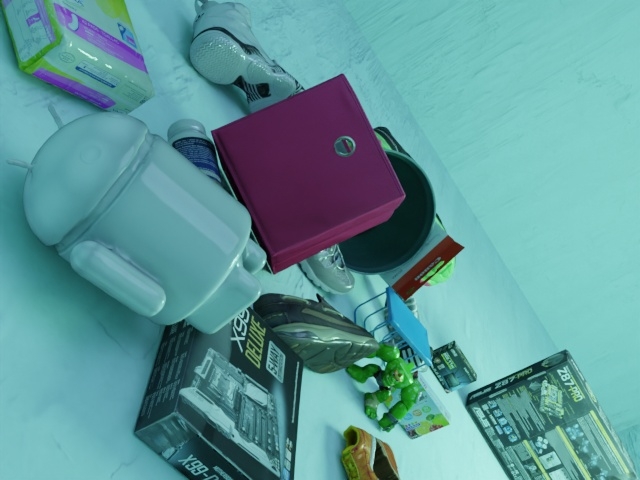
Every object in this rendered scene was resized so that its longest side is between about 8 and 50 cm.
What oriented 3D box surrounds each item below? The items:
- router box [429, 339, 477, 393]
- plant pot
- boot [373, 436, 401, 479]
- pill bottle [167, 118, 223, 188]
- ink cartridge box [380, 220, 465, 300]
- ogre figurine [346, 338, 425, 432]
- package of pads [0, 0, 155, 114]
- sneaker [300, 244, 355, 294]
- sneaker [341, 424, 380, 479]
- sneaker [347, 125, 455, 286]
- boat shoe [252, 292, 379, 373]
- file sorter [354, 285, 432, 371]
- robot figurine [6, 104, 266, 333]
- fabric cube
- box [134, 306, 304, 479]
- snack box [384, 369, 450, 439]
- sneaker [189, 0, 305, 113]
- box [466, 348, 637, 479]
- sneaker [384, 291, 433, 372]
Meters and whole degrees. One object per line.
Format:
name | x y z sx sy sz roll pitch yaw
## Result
router box | 0.349 0.339 2.108 0.122 0.092 0.038 56 21 -12
plant pot | 0.101 -0.082 1.879 0.293 0.293 0.196 53 -6 -19
boot | 0.131 0.450 1.500 0.085 0.059 0.157 36 30 -58
pill bottle | -0.225 -0.129 1.376 0.094 0.094 0.169 36 32 -48
ink cartridge box | 0.225 0.037 1.872 0.066 0.189 0.232 47 1 -9
ogre figurine | 0.133 0.285 1.632 0.097 0.118 0.197 23 41 -59
package of pads | -0.404 -0.366 1.264 0.229 0.101 0.296 22 42 -61
sneaker | 0.000 0.000 1.703 0.281 0.115 0.105 53 21 -19
sneaker | 0.065 0.410 1.412 0.067 0.064 0.175 28 27 -22
sneaker | 0.237 -0.096 2.092 0.482 0.185 0.202 64 33 -17
boat shoe | -0.001 0.161 1.466 0.355 0.132 0.130 25 40 -59
file sorter | 0.166 0.217 1.821 0.170 0.105 0.118 48 24 -29
robot figurine | -0.234 -0.027 1.031 0.353 0.200 0.300 41 23 -22
fabric cube | -0.027 -0.115 1.467 0.259 0.258 0.254 109 -44 -80
box | -0.132 0.222 1.150 0.242 0.077 0.307 50 23 -26
snack box | 0.207 0.362 1.729 0.141 0.100 0.037 55 22 -17
sneaker | -0.160 -0.424 1.843 0.366 0.137 0.210 29 38 -44
box | 0.641 0.544 2.202 0.394 0.318 0.097 58 21 -5
sneaker | 0.230 0.232 2.007 0.132 0.086 0.228 38 40 -56
